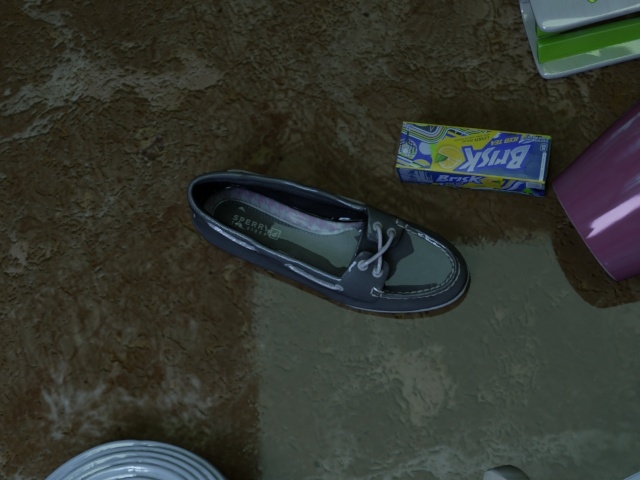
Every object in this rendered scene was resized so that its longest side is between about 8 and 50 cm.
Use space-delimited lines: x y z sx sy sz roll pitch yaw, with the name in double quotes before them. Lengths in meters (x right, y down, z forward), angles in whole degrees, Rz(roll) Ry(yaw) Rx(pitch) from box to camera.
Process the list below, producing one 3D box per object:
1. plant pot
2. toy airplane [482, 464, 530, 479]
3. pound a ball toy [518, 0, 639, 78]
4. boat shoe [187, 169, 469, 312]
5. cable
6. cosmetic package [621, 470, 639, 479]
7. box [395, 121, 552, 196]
"plant pot" 0.351 -0.056 1.074 0.180 0.201 0.201 -34 70 17
"toy airplane" 0.194 0.441 0.904 0.384 0.272 0.386 49 128 31
"pound a ball toy" 0.377 -0.312 1.122 0.319 0.208 0.135 -14 70 8
"boat shoe" 0.000 0.000 1.171 0.335 0.095 0.112 17 79 16
"cable" -0.193 0.326 1.080 0.257 0.089 0.257 -13 46 -3
"cosmetic package" 0.353 0.394 0.833 0.097 0.284 0.377 -24 53 -7
"box" 0.175 -0.092 1.183 0.169 0.054 0.059 7 76 13
